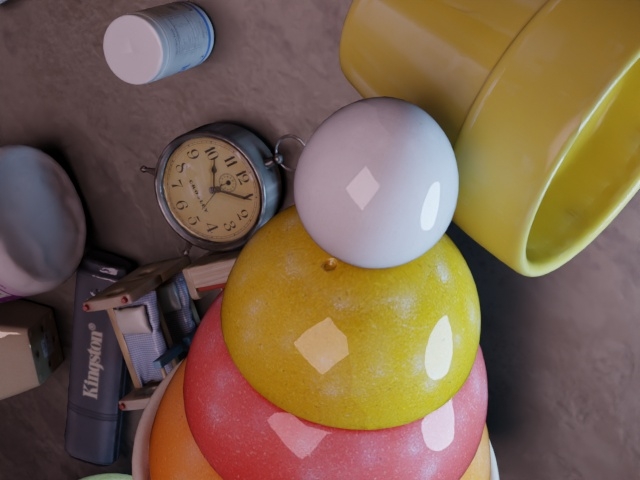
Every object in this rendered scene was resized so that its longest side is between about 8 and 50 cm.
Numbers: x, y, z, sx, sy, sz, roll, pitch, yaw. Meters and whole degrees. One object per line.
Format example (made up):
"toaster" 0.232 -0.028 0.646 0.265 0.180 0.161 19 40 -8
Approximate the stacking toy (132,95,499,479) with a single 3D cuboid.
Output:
"stacking toy" 0.027 0.075 0.901 0.351 0.350 0.480 26 136 14

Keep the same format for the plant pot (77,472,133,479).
"plant pot" -0.310 0.448 1.328 0.254 0.276 0.276 -29 95 42

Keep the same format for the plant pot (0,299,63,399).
"plant pot" -0.375 0.130 1.315 0.096 0.109 0.109 -4 107 13

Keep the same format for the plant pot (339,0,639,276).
"plant pot" 0.156 -0.138 0.904 0.239 0.254 0.254 39 121 26

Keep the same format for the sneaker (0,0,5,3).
"sneaker" -0.395 -0.383 1.121 0.123 0.106 0.290 -23 120 23

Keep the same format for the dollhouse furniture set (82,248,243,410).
"dollhouse furniture set" -0.131 0.090 1.169 0.184 0.129 0.129 -12 103 28

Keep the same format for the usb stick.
"usb stick" -0.265 0.146 1.300 0.077 0.045 0.278 18 115 19

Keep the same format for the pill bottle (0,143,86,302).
"pill bottle" -0.434 0.003 1.254 0.302 0.169 0.169 -13 103 28

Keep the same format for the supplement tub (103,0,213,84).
"supplement tub" -0.160 -0.199 1.089 0.071 0.107 0.071 9 112 22

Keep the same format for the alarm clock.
"alarm clock" -0.089 -0.064 1.131 0.192 0.064 0.129 -20 99 31
